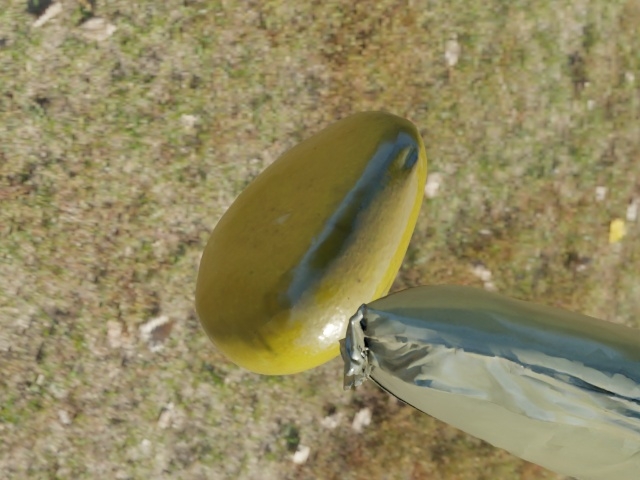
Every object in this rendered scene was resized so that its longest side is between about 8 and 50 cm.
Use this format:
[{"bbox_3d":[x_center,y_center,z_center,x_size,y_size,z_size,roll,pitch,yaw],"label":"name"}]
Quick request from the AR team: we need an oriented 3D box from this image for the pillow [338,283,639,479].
[{"bbox_3d":[0.107,0.061,0.399,0.208,0.119,0.053,15,72,0],"label":"pillow"}]

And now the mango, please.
[{"bbox_3d":[0.000,0.000,0.732,0.195,0.137,0.098,-47,131,-2],"label":"mango"}]
